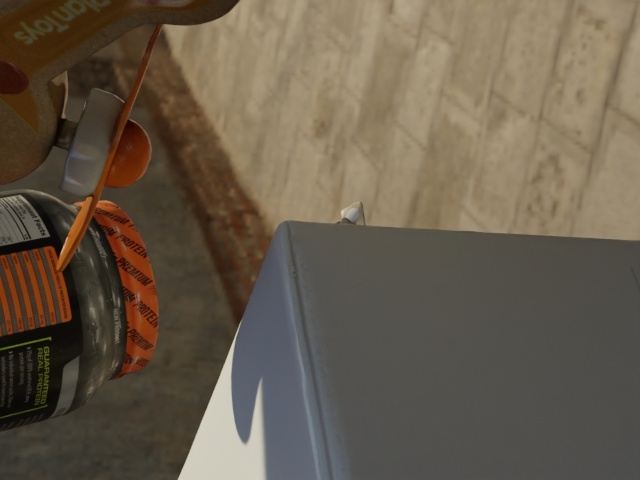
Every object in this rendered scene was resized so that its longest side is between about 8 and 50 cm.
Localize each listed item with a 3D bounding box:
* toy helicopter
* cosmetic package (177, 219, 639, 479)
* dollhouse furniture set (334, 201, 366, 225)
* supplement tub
[{"bbox_3d":[-0.153,-0.093,0.670,0.355,0.235,0.140,-16,48,44],"label":"toy helicopter"},{"bbox_3d":[0.144,0.219,0.715,0.329,0.394,0.327,114,153,-47],"label":"cosmetic package"},{"bbox_3d":[0.000,0.000,1.391,0.114,0.091,0.081,-26,53,23],"label":"dollhouse furniture set"},{"bbox_3d":[-0.324,0.071,1.101,0.207,0.338,0.207,23,118,52],"label":"supplement tub"}]
